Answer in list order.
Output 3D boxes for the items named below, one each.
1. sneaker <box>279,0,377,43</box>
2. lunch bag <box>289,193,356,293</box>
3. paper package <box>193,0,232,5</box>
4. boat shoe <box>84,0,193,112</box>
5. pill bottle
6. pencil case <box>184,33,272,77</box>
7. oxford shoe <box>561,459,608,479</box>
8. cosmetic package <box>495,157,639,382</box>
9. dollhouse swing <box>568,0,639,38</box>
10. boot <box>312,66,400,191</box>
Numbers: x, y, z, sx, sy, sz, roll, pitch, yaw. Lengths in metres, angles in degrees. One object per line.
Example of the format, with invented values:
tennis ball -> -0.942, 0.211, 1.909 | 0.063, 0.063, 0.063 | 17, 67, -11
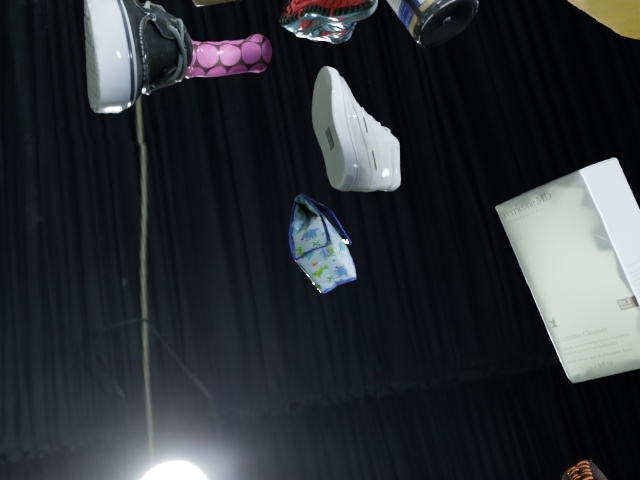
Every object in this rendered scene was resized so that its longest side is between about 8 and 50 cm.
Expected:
sneaker -> 0.037, -0.472, 1.520 | 0.125, 0.104, 0.262 | 27, 169, -39
lunch bag -> 0.000, 0.000, 1.378 | 0.096, 0.151, 0.129 | -25, 136, 9
paper package -> -0.211, -0.670, 1.401 | 0.168, 0.309, 0.325 | -7, 145, 16
boat shoe -> -0.205, -0.228, 0.835 | 0.119, 0.121, 0.335 | 0, -154, -15
pill bottle -> 0.163, -0.451, 1.256 | 0.123, 0.219, 0.123 | -27, 161, -10
pencil case -> -0.214, -0.405, 1.596 | 0.209, 0.098, 0.095 | -13, 148, -38
oxford shoe -> 0.386, 0.375, 1.074 | 0.097, 0.098, 0.271 | -22, 152, 8
cosmetic package -> 0.531, 0.057, 1.430 | 0.156, 0.385, 0.217 | -21, 174, -41
dollhouse swing -> 0.282, -0.334, 0.454 | 0.347, 0.305, 0.315 | 22, 180, -22
boot -> 0.065, -0.193, 1.299 | 0.123, 0.258, 0.095 | 4, 150, -25
